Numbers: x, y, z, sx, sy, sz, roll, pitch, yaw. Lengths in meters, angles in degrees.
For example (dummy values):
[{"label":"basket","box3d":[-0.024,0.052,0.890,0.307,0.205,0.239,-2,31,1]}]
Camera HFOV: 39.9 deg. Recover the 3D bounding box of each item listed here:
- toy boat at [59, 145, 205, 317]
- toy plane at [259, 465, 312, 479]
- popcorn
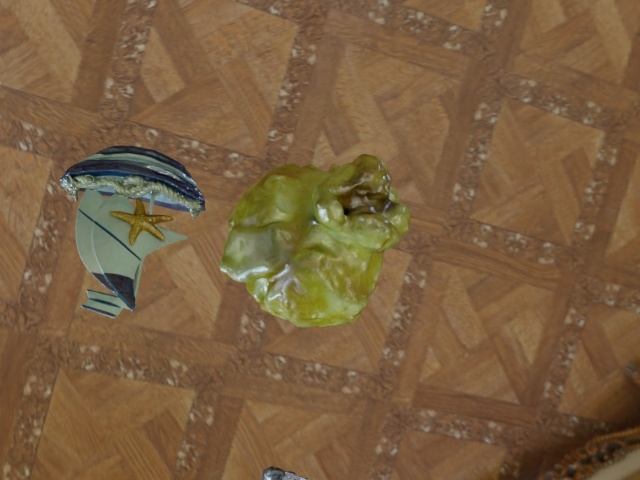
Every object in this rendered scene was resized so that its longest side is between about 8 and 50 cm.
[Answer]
[{"label":"toy boat","box3d":[-0.286,-0.008,1.291,0.220,0.067,0.291,13,56,-13]},{"label":"toy plane","box3d":[0.044,0.358,1.047,0.103,0.316,0.204,-14,84,-38]},{"label":"popcorn","box3d":[0.002,-0.001,1.303,0.276,0.225,0.277,0,90,23]}]
